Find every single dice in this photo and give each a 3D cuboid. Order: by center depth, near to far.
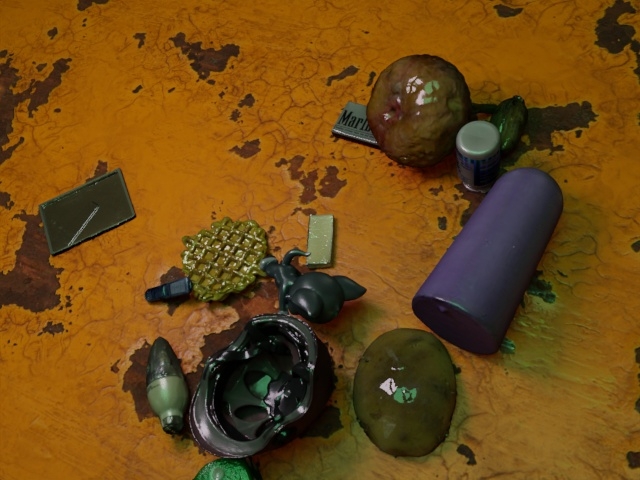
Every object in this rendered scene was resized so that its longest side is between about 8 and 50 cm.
[{"bbox_3d":[-0.193,0.536,1.445,0.131,0.128,0.120,-28,62,-4],"label":"dice"}]

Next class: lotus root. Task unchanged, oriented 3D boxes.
[{"bbox_3d":[0.487,-0.302,1.759,0.089,0.080,0.179,24,74,0],"label":"lotus root"}]

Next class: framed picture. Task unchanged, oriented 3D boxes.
[{"bbox_3d":[-0.677,-0.084,1.947,0.265,0.018,0.192,-25,60,-1],"label":"framed picture"}]

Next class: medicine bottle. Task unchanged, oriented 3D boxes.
[{"bbox_3d":[0.391,-0.200,1.663,0.107,0.191,0.107,-5,62,10],"label":"medicine bottle"}]

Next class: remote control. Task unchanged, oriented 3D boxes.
[{"bbox_3d":[-0.395,0.131,1.734,0.153,0.027,0.043,-16,69,28],"label":"remote control"}]

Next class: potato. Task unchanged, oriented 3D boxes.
[{"bbox_3d":[0.177,0.319,1.489,0.239,0.116,0.299,0,61,18],"label":"potato"}]

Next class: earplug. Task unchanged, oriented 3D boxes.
[{"bbox_3d":[0.408,0.022,1.545,0.215,0.215,0.456,26,67,24],"label":"earplug"}]

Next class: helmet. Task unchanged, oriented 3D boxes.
[{"bbox_3d":[-0.111,0.335,1.494,0.271,0.197,0.338,32,83,35],"label":"helmet"}]

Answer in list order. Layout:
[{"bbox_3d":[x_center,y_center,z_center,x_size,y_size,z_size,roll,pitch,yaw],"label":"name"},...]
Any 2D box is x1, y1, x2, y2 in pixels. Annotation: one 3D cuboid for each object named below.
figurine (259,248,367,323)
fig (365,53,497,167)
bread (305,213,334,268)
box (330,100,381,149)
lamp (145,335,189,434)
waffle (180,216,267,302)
[{"bbox_3d":[-0.031,0.106,1.611,0.193,0.140,0.265,-7,45,-37],"label":"figurine"},{"bbox_3d":[0.318,-0.327,1.744,0.369,0.286,0.286,1,55,-30],"label":"fig"},{"bbox_3d":[0.000,0.000,1.741,0.068,0.028,0.153,-4,61,11],"label":"bread"},{"bbox_3d":[0.132,-0.320,1.876,0.178,0.036,0.115,19,68,22],"label":"box"},{"bbox_3d":[-0.366,0.342,1.604,0.101,0.101,0.250,-20,54,2],"label":"lamp"},{"bbox_3d":[-0.250,0.043,1.759,0.238,0.058,0.243,-19,59,2],"label":"waffle"}]
